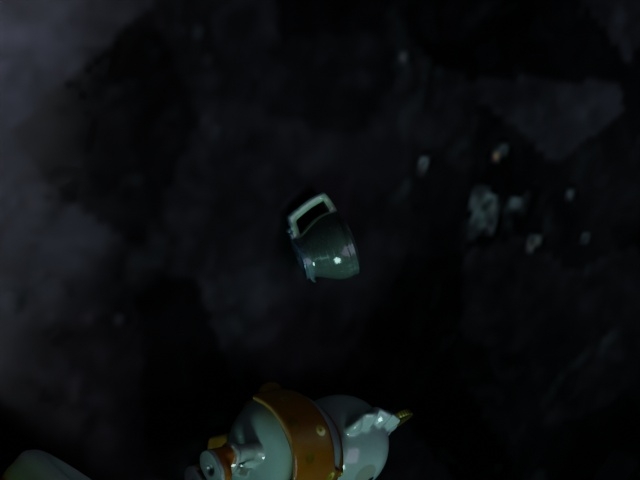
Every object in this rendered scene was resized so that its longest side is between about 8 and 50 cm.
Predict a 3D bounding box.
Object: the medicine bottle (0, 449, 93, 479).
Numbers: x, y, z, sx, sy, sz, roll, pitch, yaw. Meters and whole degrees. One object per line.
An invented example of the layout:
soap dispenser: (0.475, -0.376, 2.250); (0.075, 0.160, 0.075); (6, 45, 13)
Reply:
medicine bottle: (-0.283, 0.394, 1.386); (0.219, 0.219, 0.388); (41, 81, -37)

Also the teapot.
teapot: (0.000, 0.000, 1.553); (0.057, 0.066, 0.088); (-20, 95, -9)

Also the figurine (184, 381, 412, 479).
figurine: (-0.016, 0.199, 1.573); (0.271, 0.143, 0.143); (-28, 122, -47)
